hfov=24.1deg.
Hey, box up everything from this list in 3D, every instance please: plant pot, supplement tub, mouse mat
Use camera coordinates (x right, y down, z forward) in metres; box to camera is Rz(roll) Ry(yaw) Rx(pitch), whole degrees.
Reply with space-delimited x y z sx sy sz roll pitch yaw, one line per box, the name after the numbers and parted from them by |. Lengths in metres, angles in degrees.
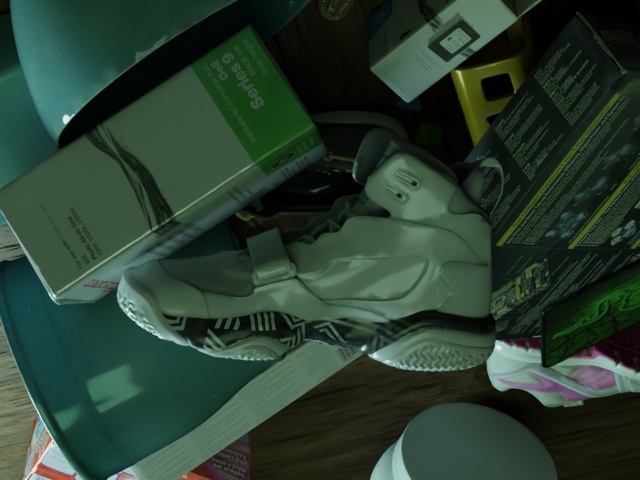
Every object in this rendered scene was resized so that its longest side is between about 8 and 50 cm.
-0.187 0.096 1.661 0.255 0.271 0.271 -25 128 0 | plant pot
-0.348 -0.121 1.528 0.234 0.165 0.165 -28 125 13 | plant pot
0.157 0.388 1.910 0.235 0.235 0.324 9 130 -8 | supplement tub
0.329 0.072 1.670 0.190 0.007 0.152 -27 150 -7 | mouse mat
-0.172 -0.243 1.379 0.290 0.290 0.195 -34 88 25 | plant pot

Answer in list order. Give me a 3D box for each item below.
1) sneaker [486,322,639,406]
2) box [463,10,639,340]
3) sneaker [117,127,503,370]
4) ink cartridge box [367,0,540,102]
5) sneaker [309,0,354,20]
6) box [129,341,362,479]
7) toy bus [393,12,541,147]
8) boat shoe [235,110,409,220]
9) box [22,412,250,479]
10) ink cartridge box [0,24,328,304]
0.312 0.145 1.804 0.252 0.103 0.111 12 134 -2 | sneaker
0.282 -0.050 1.549 0.318 0.097 0.395 -3 140 -40 | box
0.000 0.000 1.404 0.366 0.137 0.210 6 104 -11 | sneaker
0.132 -0.231 1.473 0.180 0.104 0.060 -37 120 26 | ink cartridge box
0.028 -0.274 1.483 0.042 0.067 0.118 34 92 -23 | sneaker
-0.087 0.176 1.762 0.324 0.063 0.067 -35 123 -3 | box
0.194 -0.135 1.554 0.202 0.104 0.191 20 127 -16 | toy bus
-0.059 -0.074 1.602 0.305 0.091 0.109 -3 134 9 | boat shoe
-0.226 0.268 1.877 0.257 0.122 0.128 23 127 -19 | box
-0.147 -0.065 1.445 0.289 0.211 0.121 -33 86 0 | ink cartridge box
